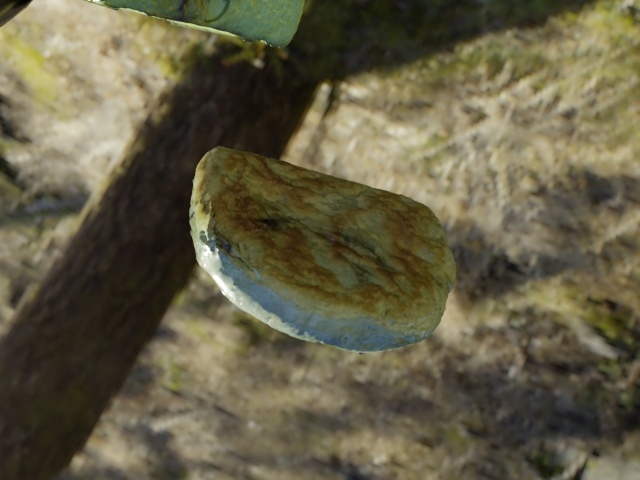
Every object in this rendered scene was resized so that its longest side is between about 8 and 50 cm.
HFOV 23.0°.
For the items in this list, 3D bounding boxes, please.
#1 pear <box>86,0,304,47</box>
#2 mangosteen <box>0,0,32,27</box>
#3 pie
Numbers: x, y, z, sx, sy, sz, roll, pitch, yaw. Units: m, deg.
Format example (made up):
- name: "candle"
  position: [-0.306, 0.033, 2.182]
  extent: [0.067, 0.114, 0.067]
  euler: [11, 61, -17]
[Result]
- name: "pear"
  position: [-0.151, -0.373, 1.872]
  extent: [0.292, 0.292, 0.159]
  euler: [46, 176, -35]
- name: "mangosteen"
  position: [-0.256, -0.217, 0.821]
  extent: [0.261, 0.235, 0.235]
  euler: [-2, 164, -24]
- name: "pie"
  position: [0.000, 0.000, 1.262]
  extent: [0.241, 0.240, 0.054]
  euler: [27, 122, -2]
